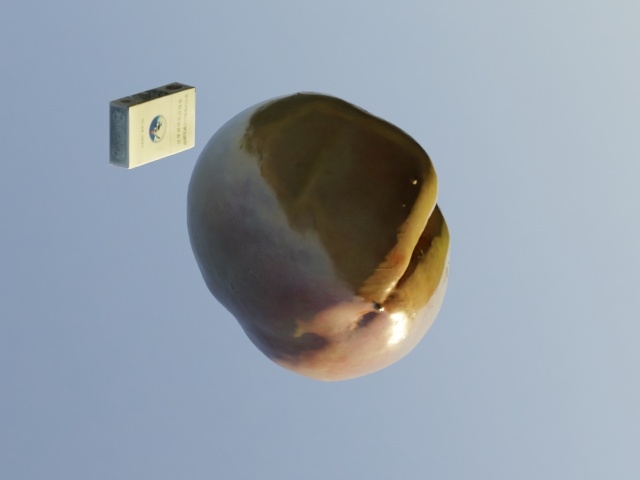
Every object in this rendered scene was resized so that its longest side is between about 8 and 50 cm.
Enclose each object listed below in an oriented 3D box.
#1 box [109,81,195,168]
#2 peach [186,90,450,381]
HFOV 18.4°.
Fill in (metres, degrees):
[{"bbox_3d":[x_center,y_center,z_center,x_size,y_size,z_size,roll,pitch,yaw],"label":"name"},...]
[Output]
[{"bbox_3d":[-0.136,-0.093,1.594,0.024,0.054,0.083,18,-155,32],"label":"box"},{"bbox_3d":[0.001,0.001,1.929,0.292,0.247,0.292,164,90,-90],"label":"peach"}]
